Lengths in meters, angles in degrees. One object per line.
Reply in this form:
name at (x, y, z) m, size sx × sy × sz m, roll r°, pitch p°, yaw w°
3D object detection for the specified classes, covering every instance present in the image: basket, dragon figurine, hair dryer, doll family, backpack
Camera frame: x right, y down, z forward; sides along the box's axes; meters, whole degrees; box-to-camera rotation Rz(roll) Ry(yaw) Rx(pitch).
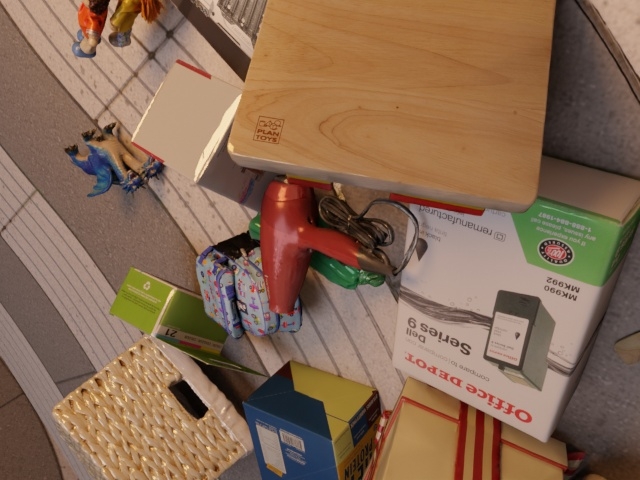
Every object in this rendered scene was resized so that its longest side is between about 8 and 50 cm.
basket at (-0.355, 0.407, 1.201) m, size 0.328 × 0.266 × 0.331 m, roll 49°, pitch 147°, yaw 5°
dragon figurine at (-0.418, -0.135, 1.103) m, size 0.289 × 0.085 × 0.144 m, roll -16°, pitch 103°, yaw 43°
hair dryer at (-0.011, -0.004, 0.718) m, size 0.294 × 0.080 × 0.224 m, roll -56°, pitch 44°, yaw 43°
doll family at (-0.283, -0.391, 0.817) m, size 0.163 × 0.118 × 0.263 m, roll -27°, pitch 64°, yaw 58°
backpack at (-0.109, 0.086, 0.921) m, size 0.173 × 0.116 × 0.158 m, roll 29°, pitch 132°, yaw 46°

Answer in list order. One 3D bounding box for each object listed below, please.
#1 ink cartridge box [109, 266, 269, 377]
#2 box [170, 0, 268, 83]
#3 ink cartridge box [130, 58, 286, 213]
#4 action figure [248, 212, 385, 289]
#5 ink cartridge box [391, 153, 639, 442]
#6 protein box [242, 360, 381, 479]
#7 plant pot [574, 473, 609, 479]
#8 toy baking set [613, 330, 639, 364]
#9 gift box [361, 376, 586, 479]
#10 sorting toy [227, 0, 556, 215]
ink cartridge box at (-0.217, 0.150, 1.022) m, size 0.255 × 0.097 × 0.188 m, roll 16°, pitch 169°, yaw 33°
box at (-0.056, -0.352, 0.668) m, size 0.242 × 0.076 × 0.307 m, roll 49°, pitch 137°, yaw 6°
ink cartridge box at (-0.131, -0.132, 0.770) m, size 0.128 × 0.176 × 0.128 m, roll 30°, pitch 91°, yaw 25°
action figure at (0.000, 0.000, 0.839) m, size 0.232 × 0.063 × 0.137 m, roll 37°, pitch 131°, yaw 24°
ink cartridge box at (0.209, 0.053, 0.646) m, size 0.211 × 0.121 × 0.290 m, roll 22°, pitch 127°, yaw 31°
protein box at (-0.005, 0.353, 0.999) m, size 0.199 × 0.136 × 0.201 m, roll 10°, pitch 120°, yaw 37°
plant pot at (0.400, 0.495, 0.638) m, size 0.305 × 0.334 × 0.334 m, roll 25°, pitch 130°, yaw 13°
toy baking set at (0.440, 0.133, 0.560) m, size 0.256 × 0.030 × 0.197 m, roll 27°, pitch 130°, yaw 26°
gift box at (0.180, 0.342, 0.724) m, size 0.255 × 0.258 × 0.277 m, roll 25°, pitch 120°, yaw 6°
sorting toy at (0.073, -0.156, 0.539) m, size 0.256 × 0.256 × 0.089 m, roll 10°, pitch 163°, yaw 6°
